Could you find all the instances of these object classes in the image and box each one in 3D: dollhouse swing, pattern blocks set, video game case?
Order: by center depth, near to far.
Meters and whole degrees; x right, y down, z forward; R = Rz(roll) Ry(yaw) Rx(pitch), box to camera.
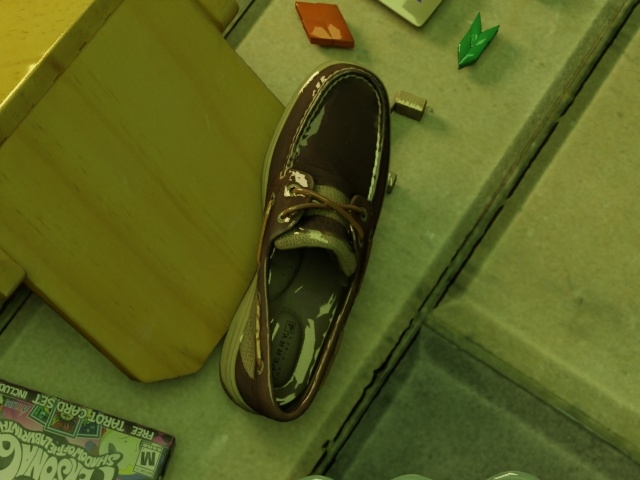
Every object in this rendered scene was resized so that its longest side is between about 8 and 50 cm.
[{"bbox_3d":[-0.273,0.241,1.200,0.232,0.042,0.210,19,68,0],"label":"video game case"},{"bbox_3d":[-0.232,-0.080,1.275,0.315,0.305,0.347,16,63,41],"label":"dollhouse swing"},{"bbox_3d":[0.071,-0.318,1.400,0.285,0.026,0.325,-44,79,-13],"label":"pattern blocks set"}]

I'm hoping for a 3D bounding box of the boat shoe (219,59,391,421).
[{"bbox_3d":[0.000,0.000,1.211,0.123,0.123,0.342,20,86,-17],"label":"boat shoe"}]

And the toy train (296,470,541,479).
[{"bbox_3d":[0.086,0.301,1.114,0.334,0.142,0.190,-6,63,23],"label":"toy train"}]

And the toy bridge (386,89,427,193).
[{"bbox_3d":[0.044,-0.066,1.323,0.063,0.026,0.188,22,74,6],"label":"toy bridge"}]
